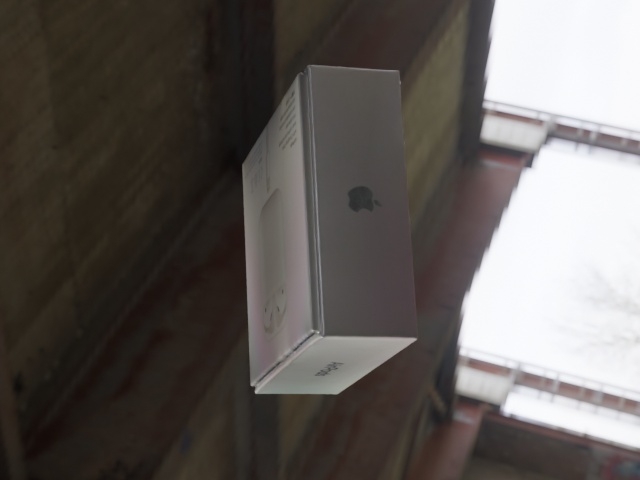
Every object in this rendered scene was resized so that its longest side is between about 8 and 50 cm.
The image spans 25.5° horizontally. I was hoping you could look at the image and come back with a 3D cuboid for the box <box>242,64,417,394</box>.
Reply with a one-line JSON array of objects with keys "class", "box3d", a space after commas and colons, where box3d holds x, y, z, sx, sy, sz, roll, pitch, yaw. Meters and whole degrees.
[{"class": "box", "box3d": [0.000, 0.000, 0.692, 0.130, 0.051, 0.129, 131, 137, -67]}]
